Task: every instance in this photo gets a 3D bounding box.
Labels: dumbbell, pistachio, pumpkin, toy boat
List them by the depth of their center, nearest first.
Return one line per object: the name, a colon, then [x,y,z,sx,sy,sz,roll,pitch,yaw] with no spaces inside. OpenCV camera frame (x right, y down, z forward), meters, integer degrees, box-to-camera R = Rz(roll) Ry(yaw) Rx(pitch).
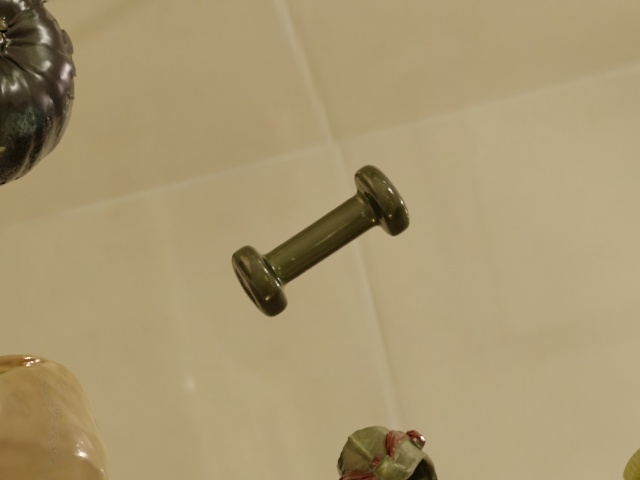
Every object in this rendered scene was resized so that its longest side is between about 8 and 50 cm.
dumbbell: [0.000,0.000,1.119,0.046,0.118,0.052,53,-8,28]
toy boat: [0.057,0.195,1.397,0.071,0.089,0.185,46,-7,28]
pumpkin: [-0.344,-0.161,1.650,0.233,0.163,0.233,21,50,-28]
pistachio: [-0.354,0.236,1.811,0.321,0.229,0.238,-11,117,-53]

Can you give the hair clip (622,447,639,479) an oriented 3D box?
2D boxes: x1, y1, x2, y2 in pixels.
hair clip: [0.294,0.125,1.427,0.072,0.046,0.173,-123,-130,-80]
